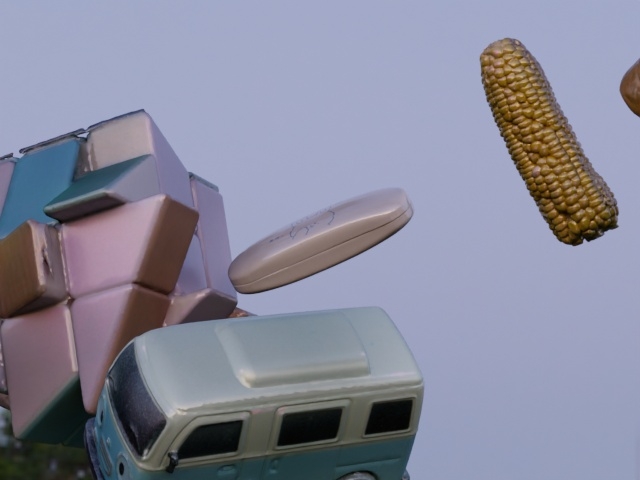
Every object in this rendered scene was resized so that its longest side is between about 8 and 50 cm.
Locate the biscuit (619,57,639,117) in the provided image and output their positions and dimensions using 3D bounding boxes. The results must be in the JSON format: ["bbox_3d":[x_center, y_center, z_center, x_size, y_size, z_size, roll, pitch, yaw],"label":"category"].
[{"bbox_3d":[0.443,-0.123,1.512,0.287,0.343,0.057,25,-46,-6],"label":"biscuit"}]

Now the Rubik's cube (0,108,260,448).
[{"bbox_3d":[-0.284,0.063,1.770,0.387,0.368,0.358,-17,-18,19],"label":"Rubik's cube"}]

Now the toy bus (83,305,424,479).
[{"bbox_3d":[-0.053,0.145,1.273,0.271,0.133,0.164,-5,-49,-24],"label":"toy bus"}]

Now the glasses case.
[{"bbox_3d":[0.000,0.000,1.745,0.233,0.059,0.092,-22,16,12],"label":"glasses case"}]

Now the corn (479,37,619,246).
[{"bbox_3d":[0.292,-0.129,1.934,0.101,0.291,0.101,-26,4,2],"label":"corn"}]
